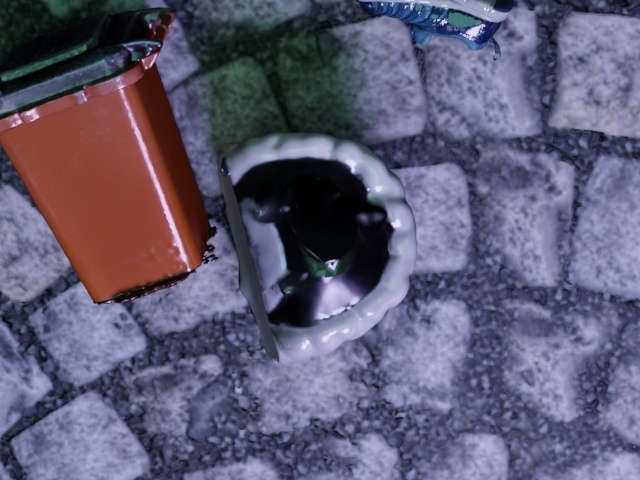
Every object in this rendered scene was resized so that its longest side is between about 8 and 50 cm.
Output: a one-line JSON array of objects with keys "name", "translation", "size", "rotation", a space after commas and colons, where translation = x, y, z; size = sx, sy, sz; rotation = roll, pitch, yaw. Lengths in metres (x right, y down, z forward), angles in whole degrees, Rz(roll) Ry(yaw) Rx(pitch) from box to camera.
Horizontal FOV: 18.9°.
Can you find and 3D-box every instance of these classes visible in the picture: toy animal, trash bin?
[{"name": "toy animal", "translation": [0.000, 0.000, 1.737], "size": [0.156, 0.204, 0.208], "rotation": [-14, 86, -6]}, {"name": "trash bin", "translation": [-0.184, -0.080, 1.755], "size": [0.184, 0.161, 0.239], "rotation": [-20, 110, 11]}]

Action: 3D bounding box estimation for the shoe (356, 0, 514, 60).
[{"name": "shoe", "translation": [0.101, -0.209, 1.738], "size": [0.143, 0.064, 0.071], "rotation": [12, 125, 7]}]
